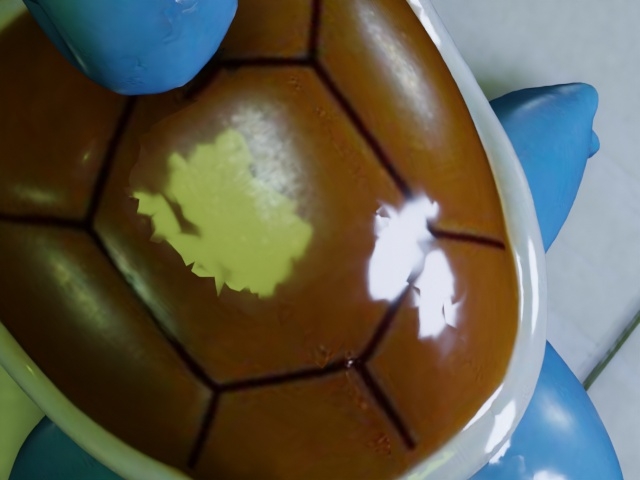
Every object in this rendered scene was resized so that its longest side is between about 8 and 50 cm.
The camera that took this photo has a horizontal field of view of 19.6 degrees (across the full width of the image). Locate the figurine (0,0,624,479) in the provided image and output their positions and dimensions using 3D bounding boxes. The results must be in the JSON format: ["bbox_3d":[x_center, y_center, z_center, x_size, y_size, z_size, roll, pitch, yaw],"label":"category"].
[{"bbox_3d":[-0.023,-0.021,0.686,0.298,0.243,0.416,-39,128,-11],"label":"figurine"}]
